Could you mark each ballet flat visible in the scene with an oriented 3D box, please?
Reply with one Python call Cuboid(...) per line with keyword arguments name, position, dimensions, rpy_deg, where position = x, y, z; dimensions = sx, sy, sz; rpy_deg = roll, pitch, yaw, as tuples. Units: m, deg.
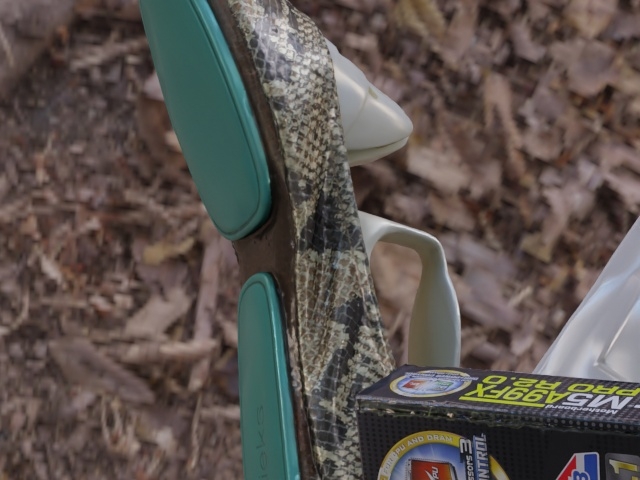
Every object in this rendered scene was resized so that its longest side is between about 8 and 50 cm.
Cuboid(name="ballet flat", position=(0.000, 0.000, 1.229), dimensions=(0.182, 0.164, 0.482), rpy_deg=(-10, 83, -23))

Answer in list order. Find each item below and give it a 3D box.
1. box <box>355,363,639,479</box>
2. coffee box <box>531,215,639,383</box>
Cuboid(name="box", position=(0.136, 0.204, 0.869), dimensions=(0.216, 0.270, 0.060), rpy_deg=(3, 16, 30))
Cuboid(name="coffee box", position=(0.361, 0.146, 1.118), dimensions=(0.338, 0.334, 0.338), rpy_deg=(37, 100, 32))
